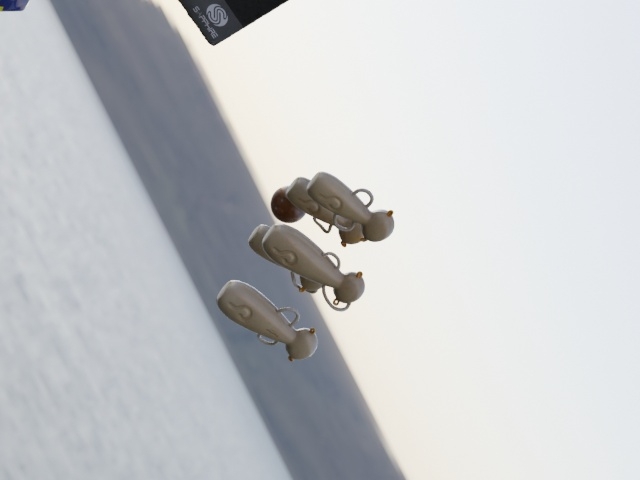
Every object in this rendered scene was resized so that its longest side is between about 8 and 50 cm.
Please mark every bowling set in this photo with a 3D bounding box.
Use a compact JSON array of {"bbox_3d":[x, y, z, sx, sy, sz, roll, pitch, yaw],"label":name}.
[{"bbox_3d":[0.000,0.000,2.284,0.154,0.287,0.200,34,31,-12],"label":"bowling set"}]

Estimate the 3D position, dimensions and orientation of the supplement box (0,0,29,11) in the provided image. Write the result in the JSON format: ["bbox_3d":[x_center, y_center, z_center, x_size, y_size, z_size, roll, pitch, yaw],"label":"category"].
[{"bbox_3d":[-0.395,-0.316,1.351,0.194,0.356,0.195,-52,-125,44],"label":"supplement box"}]

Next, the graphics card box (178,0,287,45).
[{"bbox_3d":[-0.018,-0.384,1.673,0.233,0.371,0.094,53,9,-37],"label":"graphics card box"}]
